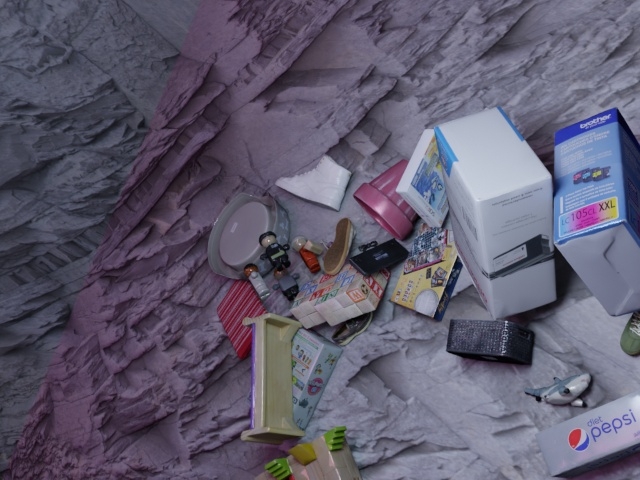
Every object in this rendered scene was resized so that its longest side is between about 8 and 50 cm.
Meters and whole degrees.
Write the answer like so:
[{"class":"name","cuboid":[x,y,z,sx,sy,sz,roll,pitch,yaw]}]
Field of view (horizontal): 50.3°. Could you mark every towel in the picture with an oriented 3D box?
[{"class":"towel","cuboid":[-0.275,0.265,2.427,0.198,0.031,0.275,-54,41,16]}]

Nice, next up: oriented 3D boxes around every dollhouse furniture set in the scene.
[{"class":"dollhouse furniture set","cuboid":[0.000,0.000,2.202,0.091,0.114,0.081,-54,39,17]}]

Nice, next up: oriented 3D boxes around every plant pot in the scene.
[{"class":"plant pot","cuboid":[0.225,-0.130,1.982,0.180,0.201,0.201,-47,43,0]}]

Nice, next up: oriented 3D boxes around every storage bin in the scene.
[{"class":"storage bin","cuboid":[0.410,0.246,1.660,0.180,0.122,0.084,-2,71,45]}]

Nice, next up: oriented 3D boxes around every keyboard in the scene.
[{"class":"keyboard","cuboid":[0.164,0.043,1.973,0.108,0.180,0.023,45,141,31]}]

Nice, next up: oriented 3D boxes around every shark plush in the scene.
[{"class":"shark plush","cuboid":[0.543,0.342,1.558,0.161,0.073,0.067,-39,25,55]}]

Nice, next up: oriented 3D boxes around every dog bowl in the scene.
[{"class":"dog bowl","cuboid":[-0.253,-0.013,2.452,0.349,0.102,0.348,-24,51,33]}]

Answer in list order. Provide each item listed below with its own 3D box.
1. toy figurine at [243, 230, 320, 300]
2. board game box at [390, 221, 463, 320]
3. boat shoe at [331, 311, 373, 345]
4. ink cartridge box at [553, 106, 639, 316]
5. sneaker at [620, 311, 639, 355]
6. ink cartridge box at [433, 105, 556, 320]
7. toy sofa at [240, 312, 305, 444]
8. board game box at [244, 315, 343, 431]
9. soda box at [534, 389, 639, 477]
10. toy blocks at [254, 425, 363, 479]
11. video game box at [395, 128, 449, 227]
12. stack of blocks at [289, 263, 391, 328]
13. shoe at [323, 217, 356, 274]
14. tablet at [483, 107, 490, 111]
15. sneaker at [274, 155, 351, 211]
[{"class":"toy figurine","cuboid":[-0.132,0.082,2.220,0.209,0.213,0.148,-56,51,29]},{"class":"board game box","cuboid":[0.307,0.083,1.899,0.165,0.042,0.243,20,88,48]},{"class":"boat shoe","cuboid":[0.094,0.257,2.035,0.152,0.049,0.056,-49,44,18]},{"class":"ink cartridge box","cuboid":[0.615,-0.084,1.437,0.151,0.270,0.395,-22,38,36]},{"class":"sneaker","cuboid":[0.686,0.152,1.446,0.064,0.086,0.192,38,101,48]},{"class":"ink cartridge box","cuboid":[0.403,-0.057,1.564,0.166,0.394,0.285,-18,43,2]},{"class":"toy sofa","cuboid":[-0.161,0.410,2.014,0.177,0.150,0.362,-21,59,36]},{"class":"board game box","cuboid":[-0.088,0.420,2.117,0.224,0.098,0.303,27,94,47]},{"class":"soda box","cuboid":[0.602,0.400,1.418,0.286,0.091,0.098,-36,51,30]},{"class":"toy blocks","cuboid":[-0.017,0.714,1.875,0.381,0.191,0.260,-39,60,27]},{"class":"video game box","cuboid":[0.308,-0.168,1.874,0.048,0.187,0.205,10,68,44]},{"class":"stack of blocks","cuboid":[0.050,0.166,2.035,0.297,0.087,0.171,-26,21,37]},{"class":"shoe","cuboid":[0.067,0.025,2.110,0.077,0.058,0.219,-12,43,35]},{"class":"tablet","cuboid":[0.482,-0.340,1.936,0.054,0.006,0.083,-57,42,11]},{"class":"sneaker","cuboid":[-0.017,-0.213,2.329,0.293,0.108,0.169,21,86,38]}]
